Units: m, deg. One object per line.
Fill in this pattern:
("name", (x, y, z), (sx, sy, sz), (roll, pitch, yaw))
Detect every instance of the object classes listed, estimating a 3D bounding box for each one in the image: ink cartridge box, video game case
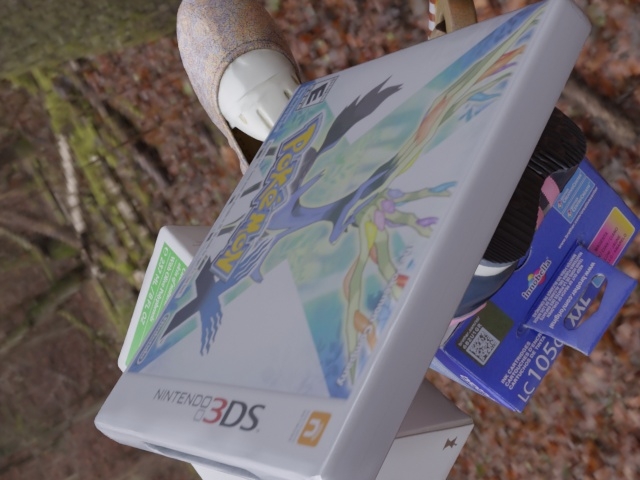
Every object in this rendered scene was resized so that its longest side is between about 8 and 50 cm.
("ink cartridge box", (0.184, 0.023, 1.158), (0.151, 0.270, 0.395), (40, 171, -27))
("video game case", (0.000, 0.000, 0.649), (0.036, 0.329, 0.300), (40, 156, -25))

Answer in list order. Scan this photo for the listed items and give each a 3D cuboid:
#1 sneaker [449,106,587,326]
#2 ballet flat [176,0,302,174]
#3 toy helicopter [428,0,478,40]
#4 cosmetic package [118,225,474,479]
("sneaker", (0.153, -0.035, 0.910), (0.112, 0.319, 0.131), (36, 130, 8))
("ballet flat", (-0.042, -0.110, 0.967), (0.106, 0.107, 0.316), (46, 166, 47))
("toy helicopter", (0.155, -0.310, 1.220), (0.235, 0.140, 0.355), (85, -178, -59))
("cosmetic package", (-0.042, 0.154, 1.003), (0.365, 0.155, 0.197), (41, 119, 41))
